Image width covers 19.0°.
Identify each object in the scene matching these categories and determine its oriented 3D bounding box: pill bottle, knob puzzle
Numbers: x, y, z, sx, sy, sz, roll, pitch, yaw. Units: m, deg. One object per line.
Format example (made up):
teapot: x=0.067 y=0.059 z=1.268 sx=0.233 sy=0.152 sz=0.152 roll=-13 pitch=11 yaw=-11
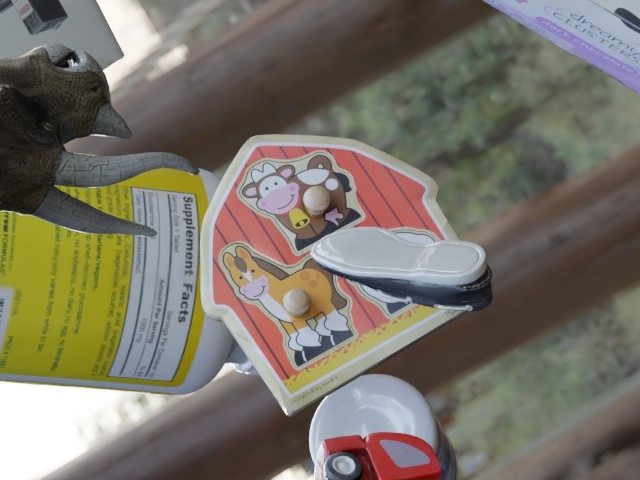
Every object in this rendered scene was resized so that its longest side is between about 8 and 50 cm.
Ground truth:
pill bottle: x=-0.177 y=0.026 z=1.528 sx=0.188 sy=0.334 sz=0.188 roll=-174 pitch=90 yaw=-70
pill bottle: x=0.060 y=0.189 z=1.638 sx=0.108 sy=0.108 sz=0.180 roll=59 pitch=179 yaw=24
knob puzzle: x=0.000 y=0.000 z=1.352 sx=0.213 sy=0.213 sz=0.030 roll=59 pitch=168 yaw=20

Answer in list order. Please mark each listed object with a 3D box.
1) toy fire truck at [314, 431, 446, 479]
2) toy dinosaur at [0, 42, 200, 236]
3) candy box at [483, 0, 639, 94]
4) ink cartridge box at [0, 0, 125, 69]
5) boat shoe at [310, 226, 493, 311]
toy fire truck: x=0.083 y=0.171 z=0.962 sx=0.192 sy=0.135 sz=0.047 roll=-113 pitch=24 yaw=-43
toy dinosaur: x=-0.209 y=0.011 z=0.596 sx=0.160 sy=0.313 sz=0.121 roll=51 pitch=174 yaw=5
candy box: x=0.131 y=-0.181 z=0.803 sx=0.165 sy=0.196 sz=0.070 roll=30 pitch=169 yaw=-7
ink cartridge box: x=-0.314 y=-0.269 z=1.751 sx=0.197 sy=0.114 sz=0.273 roll=36 pitch=156 yaw=54
boat shoe: x=0.052 y=0.020 z=1.206 sx=0.046 sy=0.125 sz=0.038 roll=-55 pitch=-41 yaw=-41
